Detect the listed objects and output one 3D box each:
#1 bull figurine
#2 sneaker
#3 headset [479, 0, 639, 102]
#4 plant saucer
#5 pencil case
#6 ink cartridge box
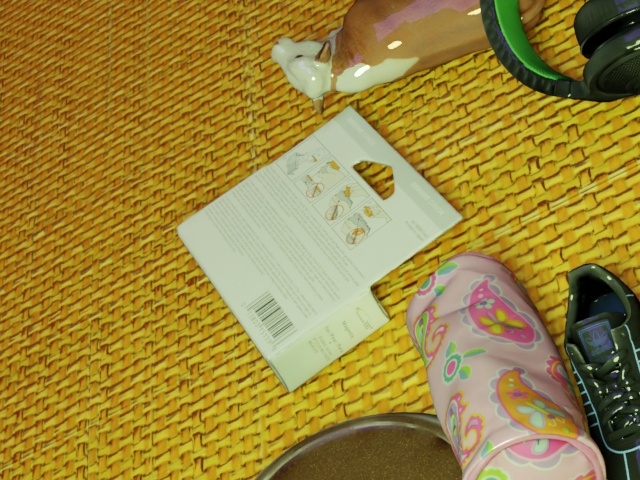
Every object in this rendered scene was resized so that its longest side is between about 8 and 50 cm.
[{"bbox_3d":[0.100,-0.248,1.731,0.310,0.101,0.188,-12,47,19],"label":"bull figurine"},{"bbox_3d":[0.245,0.123,1.306,0.081,0.090,0.232,-27,43,21],"label":"sneaker"},{"bbox_3d":[0.333,-0.249,1.495,0.394,0.185,0.243,9,94,46],"label":"headset"},{"bbox_3d":[0.035,0.255,1.347,0.310,0.050,0.310,-16,39,13],"label":"plant saucer"},{"bbox_3d":[0.149,0.127,1.328,0.124,0.124,0.284,-36,29,11],"label":"pencil case"},{"bbox_3d":[0.000,0.000,1.650,0.239,0.060,0.275,-35,39,-4],"label":"ink cartridge box"}]
